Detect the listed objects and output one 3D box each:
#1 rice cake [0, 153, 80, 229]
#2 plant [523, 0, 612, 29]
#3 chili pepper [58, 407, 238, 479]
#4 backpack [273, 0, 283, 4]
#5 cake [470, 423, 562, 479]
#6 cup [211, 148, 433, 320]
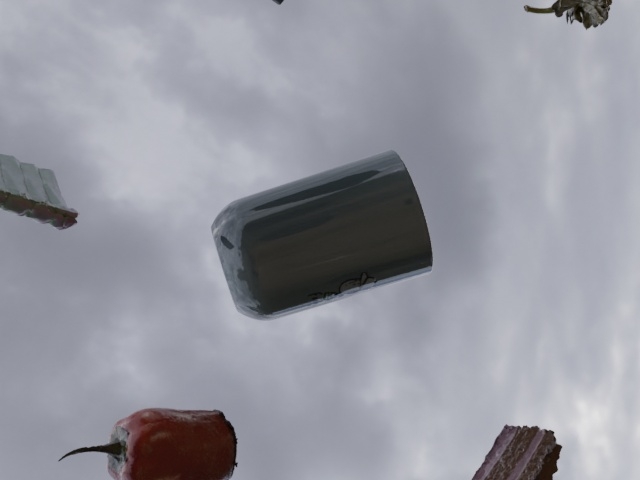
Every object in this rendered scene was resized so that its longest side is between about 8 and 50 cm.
[{"bbox_3d":[-0.436,-0.079,1.254,0.189,0.198,0.037,19,-78,-37],"label":"rice cake"},{"bbox_3d":[0.382,-0.370,1.393,0.116,0.122,0.104,62,-160,4],"label":"plant"},{"bbox_3d":[-0.179,0.219,0.931,0.192,0.084,0.086,7,-118,-38],"label":"chili pepper"},{"bbox_3d":[-0.102,-0.437,1.356,0.206,0.258,0.133,-71,-19,-47],"label":"backpack"},{"bbox_3d":[0.249,0.396,1.306,0.113,0.116,0.295,42,-112,-32],"label":"cake"},{"bbox_3d":[0.000,0.000,1.397,0.312,0.205,0.205,-18,-68,-4],"label":"cup"}]
